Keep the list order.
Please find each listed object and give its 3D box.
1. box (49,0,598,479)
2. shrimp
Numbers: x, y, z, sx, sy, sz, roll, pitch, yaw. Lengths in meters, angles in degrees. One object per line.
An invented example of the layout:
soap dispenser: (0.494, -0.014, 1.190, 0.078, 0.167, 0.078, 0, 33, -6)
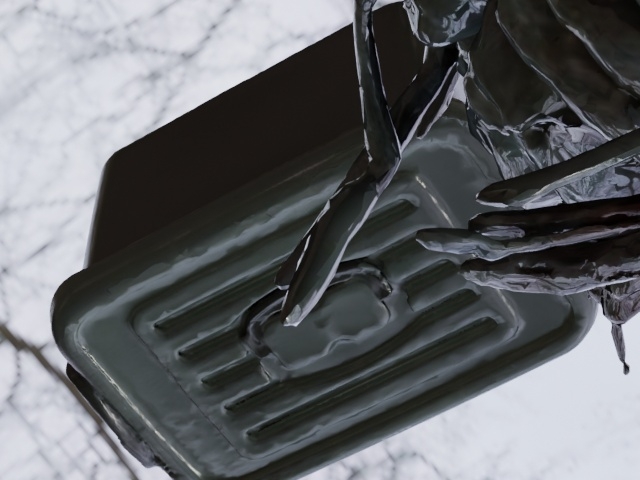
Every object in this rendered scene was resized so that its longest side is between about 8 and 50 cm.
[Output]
box: (0.000, 0.000, 0.926, 0.243, 0.163, 0.135, -27, -146, 17)
shrimp: (0.073, -0.097, 0.453, 0.166, 0.410, 0.221, -10, -131, -22)
